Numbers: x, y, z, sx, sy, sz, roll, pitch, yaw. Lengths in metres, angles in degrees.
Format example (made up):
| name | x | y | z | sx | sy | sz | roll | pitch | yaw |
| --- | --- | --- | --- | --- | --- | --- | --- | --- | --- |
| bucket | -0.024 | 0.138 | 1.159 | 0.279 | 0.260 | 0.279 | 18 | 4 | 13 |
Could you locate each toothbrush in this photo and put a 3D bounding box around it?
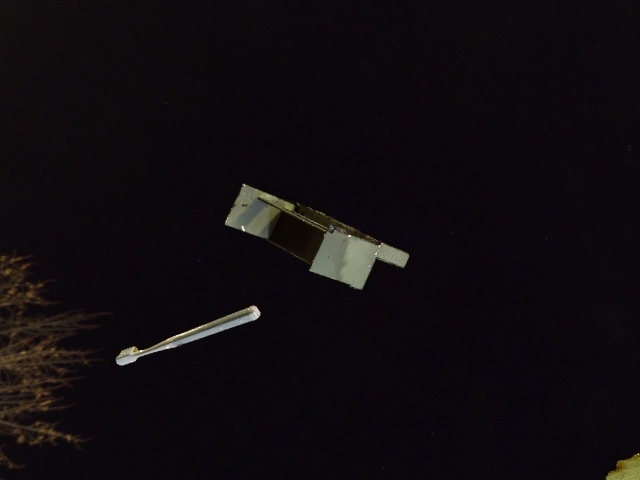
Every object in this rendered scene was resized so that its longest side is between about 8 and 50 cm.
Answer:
| name | x | y | z | sx | sy | sz | roll | pitch | yaw |
| --- | --- | --- | --- | --- | --- | --- | --- | --- | --- |
| toothbrush | -0.270 | 0.192 | 1.041 | 0.342 | 0.030 | 0.025 | -20 | -60 | 19 |

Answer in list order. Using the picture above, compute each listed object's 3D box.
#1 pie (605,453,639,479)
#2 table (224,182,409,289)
| name | x | y | z | sx | sy | sz | roll | pitch | yaw |
| --- | --- | --- | --- | --- | --- | --- | --- | --- | --- |
| pie | 0.430 | 0.284 | 0.522 | 0.257 | 0.274 | 0.106 | 10 | -90 | 38 |
| table | 0.000 | 0.000 | 0.629 | 0.146 | 0.175 | 0.063 | 27 | -86 | 38 |
